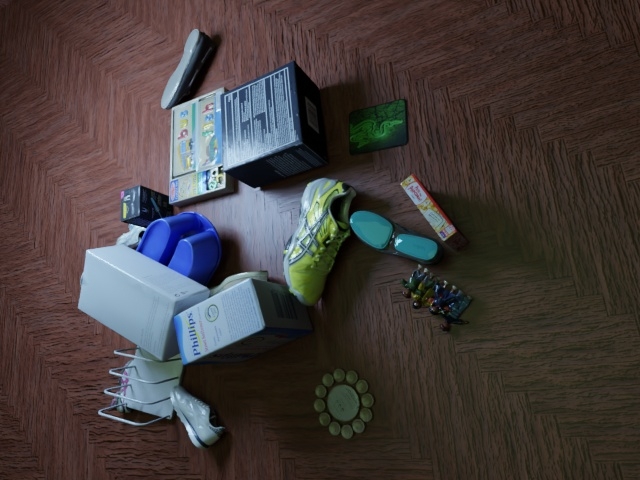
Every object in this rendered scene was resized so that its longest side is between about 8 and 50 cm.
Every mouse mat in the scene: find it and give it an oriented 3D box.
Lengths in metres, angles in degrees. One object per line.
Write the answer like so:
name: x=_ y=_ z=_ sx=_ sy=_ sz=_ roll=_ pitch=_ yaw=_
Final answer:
mouse mat: x=0.174 y=-0.347 z=1.393 sx=0.190 sy=0.007 sz=0.152 roll=-7 pitch=75 yaw=28

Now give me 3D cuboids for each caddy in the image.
caddy: x=-0.481 y=0.064 z=1.551 sx=0.241 sy=0.179 sz=0.341 roll=40 pitch=113 yaw=14

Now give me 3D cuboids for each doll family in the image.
doll family: x=0.295 y=0.154 z=1.174 sx=0.193 sy=0.076 sz=0.111 roll=33 pitch=90 yaw=27

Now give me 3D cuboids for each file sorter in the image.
file sorter: x=-0.581 y=0.441 z=1.500 sx=0.193 sy=0.173 sz=0.277 roll=9 pitch=82 yaw=14

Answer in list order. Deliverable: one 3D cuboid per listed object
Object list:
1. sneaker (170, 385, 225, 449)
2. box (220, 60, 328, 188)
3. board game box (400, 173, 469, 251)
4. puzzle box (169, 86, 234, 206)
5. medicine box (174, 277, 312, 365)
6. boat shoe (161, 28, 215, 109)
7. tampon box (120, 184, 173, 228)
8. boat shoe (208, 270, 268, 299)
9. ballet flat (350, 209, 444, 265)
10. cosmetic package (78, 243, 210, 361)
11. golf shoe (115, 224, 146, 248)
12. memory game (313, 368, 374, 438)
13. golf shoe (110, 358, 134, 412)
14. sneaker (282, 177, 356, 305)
sneaker: x=-0.396 y=0.550 z=1.459 sx=0.095 sy=0.090 sz=0.235 roll=-43 pitch=64 yaw=-4
box: x=-0.154 y=-0.363 z=1.471 sx=0.294 sy=0.183 sz=0.296 roll=-14 pitch=71 yaw=24
board game box: x=0.298 y=-0.070 z=1.180 sx=0.045 sy=0.147 sz=0.193 roll=-39 pitch=64 yaw=16
puzzle box: x=-0.449 y=-0.348 z=1.703 sx=0.272 sy=0.052 sz=0.408 roll=-12 pitch=73 yaw=26
medicine box: x=-0.219 y=0.243 z=1.318 sx=0.289 sy=0.263 sz=0.149 roll=-28 pitch=67 yaw=21
boat shoe: x=-0.518 y=-0.659 z=1.795 sx=0.112 sy=0.096 sz=0.335 roll=36 pitch=101 yaw=45
tampon box: x=-0.646 y=-0.118 z=1.692 sx=0.102 sy=0.161 sz=0.120 roll=-13 pitch=72 yaw=25
boat shoe: x=-0.280 y=0.177 z=1.463 sx=0.302 sy=0.109 sz=0.098 roll=-25 pitch=73 yaw=28
ballet flat: x=0.207 y=0.003 z=1.241 sx=0.281 sy=0.096 sz=0.095 roll=28 pitch=91 yaw=31
cosmetic package: x=-0.562 y=0.183 z=1.425 sx=0.385 sy=0.156 sz=0.217 roll=26 pitch=108 yaw=21
golf shoe: x=-0.730 y=0.001 z=1.768 sx=0.086 sy=0.069 sz=0.176 roll=40 pitch=100 yaw=23
memory game: x=0.064 y=0.451 z=1.264 sx=0.186 sy=0.012 sz=0.186 roll=-7 pitch=75 yaw=27
golf shoe: x=-0.682 y=0.522 z=1.629 sx=0.086 sy=0.067 sz=0.186 roll=13 pitch=83 yaw=3
sneaker: x=0.000 y=0.000 z=1.311 sx=0.147 sy=0.145 sz=0.384 roll=3 pitch=81 yaw=47
